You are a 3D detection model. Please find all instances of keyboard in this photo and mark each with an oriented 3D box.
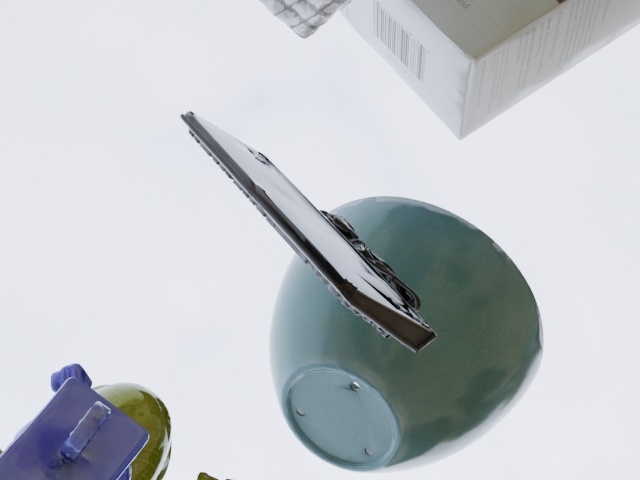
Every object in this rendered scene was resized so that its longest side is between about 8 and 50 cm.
[{"bbox_3d":[0.000,0.000,1.379,0.201,0.317,0.033,30,-77,-43],"label":"keyboard"}]

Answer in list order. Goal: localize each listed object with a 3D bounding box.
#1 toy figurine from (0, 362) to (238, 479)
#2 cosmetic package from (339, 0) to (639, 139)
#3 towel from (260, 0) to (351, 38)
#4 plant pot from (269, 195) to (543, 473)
[{"bbox_3d":[-0.139,0.172,1.004,0.191,0.217,0.362,31,-140,8],"label":"toy figurine"},{"bbox_3d":[0.231,-0.304,1.628,0.385,0.156,0.217,-36,-113,-16],"label":"cosmetic package"},{"bbox_3d":[-0.026,-0.321,1.144,0.283,0.235,0.121,44,-139,-15],"label":"towel"},{"bbox_3d":[0.061,0.126,1.618,0.290,0.290,0.195,51,-139,-8],"label":"plant pot"}]
